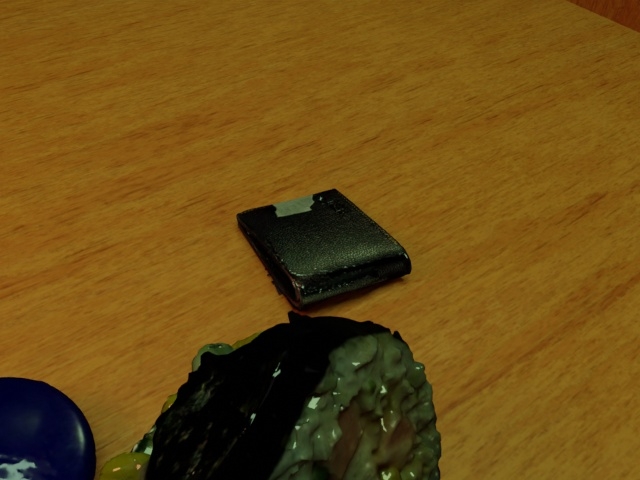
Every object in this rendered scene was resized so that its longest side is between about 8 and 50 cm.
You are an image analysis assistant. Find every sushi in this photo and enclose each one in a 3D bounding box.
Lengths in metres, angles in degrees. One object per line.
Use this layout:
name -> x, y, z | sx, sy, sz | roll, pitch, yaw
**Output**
sushi -> -0.064, 0.234, 0.631 | 0.285, 0.328, 0.327 | 3, 53, 38

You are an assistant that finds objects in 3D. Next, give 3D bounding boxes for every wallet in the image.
wallet -> 0.000, 0.000, 1.100 | 0.221, 0.071, 0.262 | -18, 41, -23

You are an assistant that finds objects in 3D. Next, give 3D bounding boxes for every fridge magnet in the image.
fridge magnet -> -0.395, 0.276, 0.719 | 0.266, 0.112, 0.265 | 3, 42, -3
